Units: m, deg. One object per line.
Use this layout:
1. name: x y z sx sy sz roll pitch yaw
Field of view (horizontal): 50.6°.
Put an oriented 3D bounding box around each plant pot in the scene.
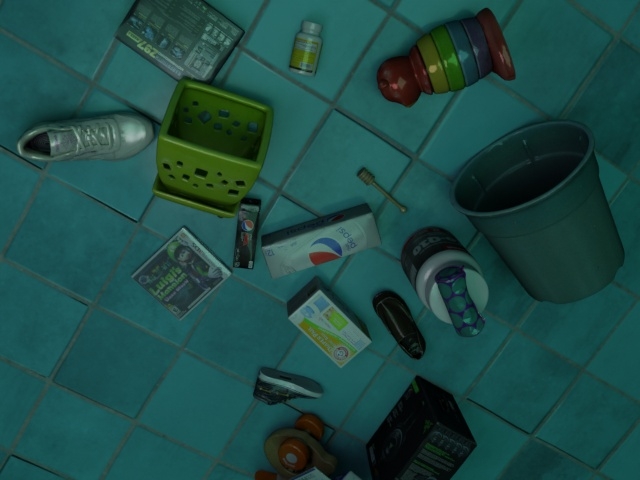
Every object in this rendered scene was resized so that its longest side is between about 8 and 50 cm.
1. plant pot: -0.248 -0.192 1.517 0.227 0.228 0.207 17 134 -11
2. plant pot: 0.536 -0.050 1.601 0.341 0.341 0.334 -34 115 6

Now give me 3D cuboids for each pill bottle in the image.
1. pill bottle: -0.030 -0.439 1.551 0.065 0.065 0.116 12 106 -8
2. pill bottle: 0.296 0.081 1.628 0.161 0.283 0.161 -1 108 -5

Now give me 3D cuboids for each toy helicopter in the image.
1. toy helicopter: -0.023 0.666 1.857 0.235 0.140 0.355 -39 95 31

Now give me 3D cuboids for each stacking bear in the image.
1. stacking bear: 0.269 -0.399 1.548 0.289 0.175 0.164 -21 110 10

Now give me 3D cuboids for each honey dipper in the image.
1. honey dipper: 0.156 -0.120 1.689 0.161 0.030 0.030 41 100 -19

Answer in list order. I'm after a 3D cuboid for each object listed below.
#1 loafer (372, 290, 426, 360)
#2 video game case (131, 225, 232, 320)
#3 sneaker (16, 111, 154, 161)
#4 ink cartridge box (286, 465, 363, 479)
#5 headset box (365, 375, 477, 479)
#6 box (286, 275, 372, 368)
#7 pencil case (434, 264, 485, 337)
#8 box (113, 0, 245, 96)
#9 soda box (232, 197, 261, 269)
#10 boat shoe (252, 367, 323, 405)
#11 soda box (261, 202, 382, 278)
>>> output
1. loafer: 0.217 0.225 1.774 0.080 0.078 0.220 -36 107 7
2. video game case: -0.350 0.086 1.712 0.190 0.022 0.173 -42 106 9
3. sneaker: -0.532 -0.220 1.533 0.305 0.152 0.114 -8 106 -4
4. ink cartridge box: 0.035 0.699 1.746 0.330 0.071 0.324 42 134 -7
5. headset box: 0.263 0.534 1.787 0.131 0.246 0.283 31 104 -12
6. box: 0.022 0.210 1.740 0.114 0.103 0.203 -43 106 8
7. pencil case: 0.303 0.131 1.460 0.070 0.064 0.151 -20 109 18
8. box: -0.315 -0.465 1.522 0.233 0.059 0.183 33 102 -15
9. soda box: -0.182 -0.017 1.674 0.053 0.060 0.169 7 108 -6
10. boat shoe: -0.088 0.406 1.818 0.183 0.065 0.083 18 108 -4
11. soda box: 0.000 0.000 1.676 0.286 0.098 0.091 -18 108 0
